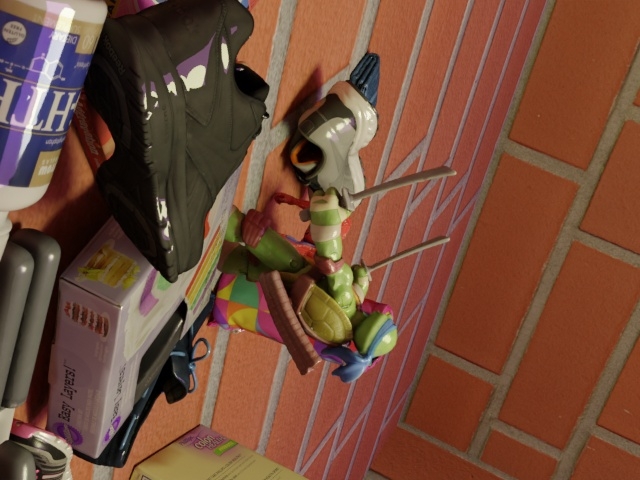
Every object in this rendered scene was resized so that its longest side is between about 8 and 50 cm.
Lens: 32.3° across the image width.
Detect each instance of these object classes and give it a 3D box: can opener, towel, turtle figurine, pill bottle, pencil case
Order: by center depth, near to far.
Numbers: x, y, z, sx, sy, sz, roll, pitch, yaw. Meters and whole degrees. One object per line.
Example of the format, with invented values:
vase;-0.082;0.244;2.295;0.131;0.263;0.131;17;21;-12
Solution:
pill bottle;-0.213;-0.080;0.686;0.186;0.112;0.112;-68;165;13
can opener;-0.261;0.127;0.923;0.074;0.093;0.280;-36;143;-65
turtle figurine;0.000;0.000;1.265;0.274;0.266;0.198;-66;166;7
pencil case;-0.025;0.099;1.438;0.104;0.236;0.104;16;90;-74
towel;0.066;-0.217;1.625;0.067;0.029;0.119;-58;164;-29

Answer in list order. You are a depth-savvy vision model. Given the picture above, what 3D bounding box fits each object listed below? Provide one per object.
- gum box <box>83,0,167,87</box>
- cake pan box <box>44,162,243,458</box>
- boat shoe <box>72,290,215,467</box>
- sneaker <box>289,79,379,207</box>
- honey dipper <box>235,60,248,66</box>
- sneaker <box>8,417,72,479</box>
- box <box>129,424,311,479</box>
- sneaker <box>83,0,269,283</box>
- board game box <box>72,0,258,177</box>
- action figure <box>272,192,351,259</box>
gum box;-0.137;-0.198;0.810;0.107;0.062;0.188;0;115;-56
cake pan box;-0.173;0.052;1.076;0.245;0.070;0.266;-55;169;-44
boat shoe;-0.183;0.155;1.232;0.258;0.089;0.109;-56;163;-33
sneaker;0.001;-0.107;1.487;0.108;0.100;0.271;-32;157;-20
honey dipper;-0.099;-0.152;1.102;0.160;0.031;0.030;-65;173;-61
sneaker;-0.281;0.229;1.058;0.170;0.063;0.074;101;13;-57
box;-0.123;0.381;1.513;0.117;0.243;0.213;-68;166;13
sneaker;-0.097;-0.070;0.830;0.130;0.109;0.286;-32;158;-23
board game box;-0.126;-0.190;0.987;0.281;0.027;0.145;-58;163;-24
action figure;-0.049;-0.002;1.490;0.091;0.139;0.280;-62;-172;-25
